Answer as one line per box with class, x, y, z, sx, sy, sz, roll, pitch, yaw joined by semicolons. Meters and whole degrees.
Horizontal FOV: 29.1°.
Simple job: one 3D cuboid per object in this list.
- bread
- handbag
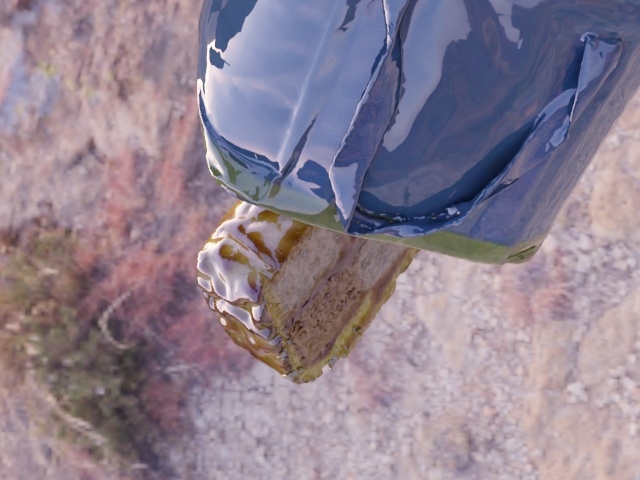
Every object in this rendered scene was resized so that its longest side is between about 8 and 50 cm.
bread;0.000;0.000;1.065;0.096;0.181;0.222;28;70;33
handbag;0.067;-0.139;0.740;0.222;0.263;0.241;-90;21;-47
